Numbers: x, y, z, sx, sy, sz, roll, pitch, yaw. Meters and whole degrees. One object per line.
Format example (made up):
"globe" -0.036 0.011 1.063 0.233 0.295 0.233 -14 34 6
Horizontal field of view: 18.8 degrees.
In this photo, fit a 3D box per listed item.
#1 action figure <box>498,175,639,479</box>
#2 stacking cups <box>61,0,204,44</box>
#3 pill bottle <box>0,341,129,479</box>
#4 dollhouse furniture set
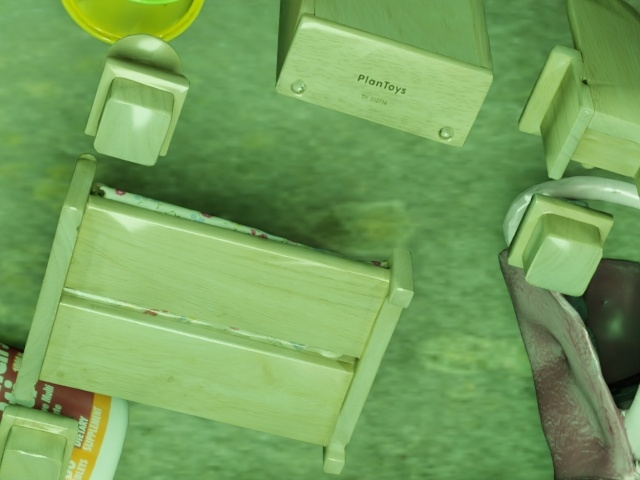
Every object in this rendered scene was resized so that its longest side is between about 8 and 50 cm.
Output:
"action figure" 0.208 0.169 1.207 0.248 0.276 0.370 7 79 6
"stacking cups" -0.075 -0.197 1.032 0.096 0.316 0.096 4 75 -15
"pill bottle" -0.241 0.111 1.203 0.221 0.121 0.121 23 102 -15
"dollhouse furniture set" 0.000 0.000 1.126 0.303 0.174 0.355 15 123 -9
